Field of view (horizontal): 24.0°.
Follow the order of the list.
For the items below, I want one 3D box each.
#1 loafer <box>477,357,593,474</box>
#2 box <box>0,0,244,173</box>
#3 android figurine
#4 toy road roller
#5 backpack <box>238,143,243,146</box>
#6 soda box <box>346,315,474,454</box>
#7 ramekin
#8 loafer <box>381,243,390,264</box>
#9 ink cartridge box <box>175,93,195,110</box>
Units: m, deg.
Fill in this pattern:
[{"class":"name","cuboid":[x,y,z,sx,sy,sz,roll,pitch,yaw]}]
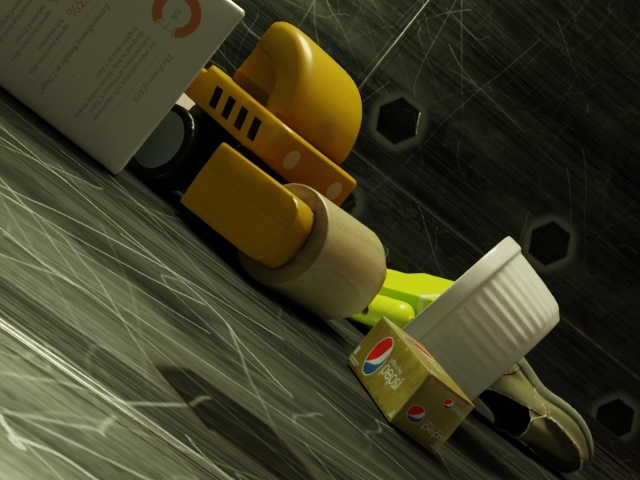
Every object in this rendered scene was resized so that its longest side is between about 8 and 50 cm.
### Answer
[{"class":"loafer","cuboid":[0.271,0.238,2.020,0.094,0.087,0.251,-20,-58,47]},{"class":"box","cuboid":[-0.280,-0.262,1.578,0.345,0.215,0.168,39,3,-8]},{"class":"android figurine","cuboid":[0.149,0.087,1.969,0.273,0.056,0.248,16,10,37]},{"class":"toy road roller","cuboid":[-0.034,-0.092,1.694,0.329,0.240,0.202,41,5,37]},{"class":"backpack","cuboid":[-0.116,-0.090,2.117,0.105,0.084,0.114,35,0,-36]},{"class":"soda box","cuboid":[0.083,0.135,1.445,0.058,0.061,0.181,38,4,-19]},{"class":"ramekin","cuboid":[0.169,0.102,1.676,0.109,0.207,0.207,48,5,6]},{"class":"loafer","cuboid":[0.059,0.035,2.293,0.078,0.076,0.223,32,13,-5]},{"class":"ink cartridge box","cuboid":[-0.174,-0.175,2.515,0.275,0.060,0.239,40,-9,18]}]
